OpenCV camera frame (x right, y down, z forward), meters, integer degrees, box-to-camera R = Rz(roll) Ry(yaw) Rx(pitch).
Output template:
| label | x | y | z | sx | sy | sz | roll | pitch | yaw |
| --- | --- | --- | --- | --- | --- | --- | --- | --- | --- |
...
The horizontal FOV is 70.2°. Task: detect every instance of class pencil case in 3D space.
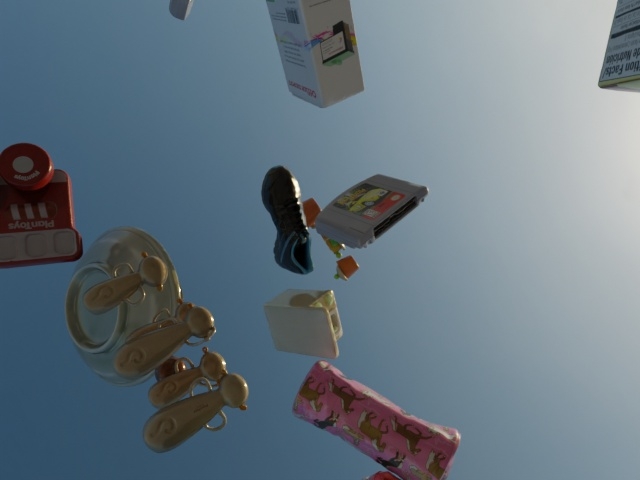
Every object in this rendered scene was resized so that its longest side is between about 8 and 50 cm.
| label | x | y | z | sx | sy | sz | roll | pitch | yaw |
| --- | --- | --- | --- | --- | --- | --- | --- | --- | --- |
| pencil case | 0.120 | 0.425 | 1.067 | 0.386 | 0.167 | 0.160 | 24 | -132 | 16 |

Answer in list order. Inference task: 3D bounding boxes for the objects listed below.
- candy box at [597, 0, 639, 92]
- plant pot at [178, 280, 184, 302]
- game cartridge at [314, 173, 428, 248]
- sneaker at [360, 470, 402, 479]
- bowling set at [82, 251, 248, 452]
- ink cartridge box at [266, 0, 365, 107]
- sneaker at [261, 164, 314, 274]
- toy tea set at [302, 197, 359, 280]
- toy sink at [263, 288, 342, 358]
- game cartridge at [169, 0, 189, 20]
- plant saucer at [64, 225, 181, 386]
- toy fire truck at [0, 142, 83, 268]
| label | x | y | z | sx | sy | sz | roll | pitch | yaw |
| --- | --- | --- | --- | --- | --- | --- | --- | --- | --- |
| candy box | 0.342 | -0.264 | 0.320 | 0.183 | 0.316 | 0.087 | 6 | -168 | 0 |
| plant pot | -0.446 | 0.189 | 1.203 | 0.032 | 0.236 | 0.236 | 36 | -145 | -56 |
| game cartridge | 0.134 | -0.092 | 1.265 | 0.294 | 0.060 | 0.196 | -37 | -143 | -29 |
| sneaker | 0.214 | 0.622 | 0.968 | 0.314 | 0.136 | 0.116 | 36 | -137 | 18 |
| bowling set | -0.226 | 0.166 | 0.730 | 0.154 | 0.200 | 0.287 | -29 | -101 | -8 |
| ink cartridge box | -0.018 | -0.461 | 1.010 | 0.117 | 0.278 | 0.201 | -25 | -145 | -14 |
| sneaker | -0.080 | -0.058 | 1.362 | 0.125 | 0.340 | 0.140 | -23 | -153 | -27 |
| toy tea set | 0.000 | 0.000 | 1.611 | 0.124 | 0.200 | 0.336 | -34 | -113 | 1 |
| toy sink | -0.026 | 0.233 | 1.324 | 0.131 | 0.234 | 0.152 | -30 | -70 | -48 |
| game cartridge | -0.354 | -0.779 | 1.270 | 0.062 | 0.297 | 0.198 | 20 | -152 | -16 |
| plant saucer | -0.517 | 0.161 | 1.113 | 0.100 | 0.400 | 0.400 | 6 | -129 | -60 |
| toy fire truck | -0.691 | -0.059 | 0.981 | 0.302 | 0.169 | 0.253 | -7 | -102 | -24 |
